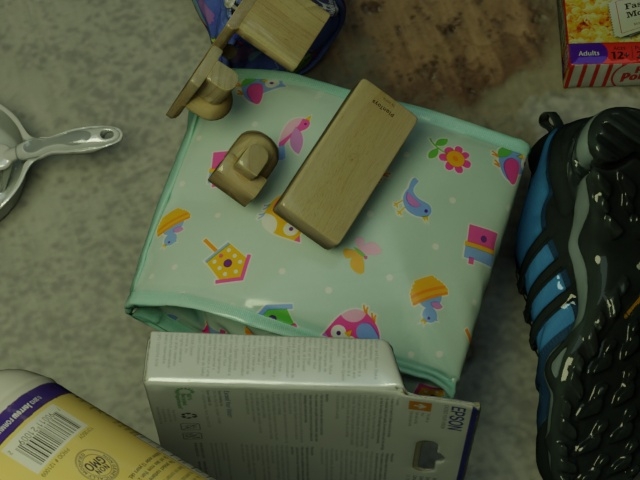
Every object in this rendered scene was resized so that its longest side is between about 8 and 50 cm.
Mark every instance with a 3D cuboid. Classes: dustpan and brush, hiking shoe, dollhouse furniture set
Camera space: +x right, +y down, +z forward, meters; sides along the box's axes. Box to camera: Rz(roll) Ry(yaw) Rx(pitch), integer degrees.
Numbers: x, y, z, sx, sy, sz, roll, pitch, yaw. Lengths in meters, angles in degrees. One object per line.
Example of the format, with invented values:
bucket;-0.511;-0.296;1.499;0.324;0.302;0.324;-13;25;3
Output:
dustpan and brush;-0.264;-0.066;1.287;0.211;0.060;0.147;-6;68;-2
hiking shoe;0.209;0.050;1.222;0.113;0.132;0.304;9;87;-23
dollhouse furniture set;-0.030;-0.085;1.158;0.151;0.123;0.144;35;72;-8

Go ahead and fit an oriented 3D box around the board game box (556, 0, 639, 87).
board game box;0.276;-0.228;1.358;0.146;0.045;0.194;-2;68;-1

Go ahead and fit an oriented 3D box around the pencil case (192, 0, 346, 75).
pencil case;-0.093;-0.273;1.334;0.119;0.133;0.306;-36;69;18

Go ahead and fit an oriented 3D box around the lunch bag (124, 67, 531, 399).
lunch bag;0.000;0.000;1.209;0.262;0.160;0.223;18;70;1

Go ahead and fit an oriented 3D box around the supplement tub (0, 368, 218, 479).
supplement tub;-0.113;0.253;0.942;0.331;0.241;0.241;30;71;8

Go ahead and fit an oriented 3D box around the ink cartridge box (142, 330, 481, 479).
ink cartridge box;-0.005;0.130;1.120;0.224;0.223;0.045;4;62;1
